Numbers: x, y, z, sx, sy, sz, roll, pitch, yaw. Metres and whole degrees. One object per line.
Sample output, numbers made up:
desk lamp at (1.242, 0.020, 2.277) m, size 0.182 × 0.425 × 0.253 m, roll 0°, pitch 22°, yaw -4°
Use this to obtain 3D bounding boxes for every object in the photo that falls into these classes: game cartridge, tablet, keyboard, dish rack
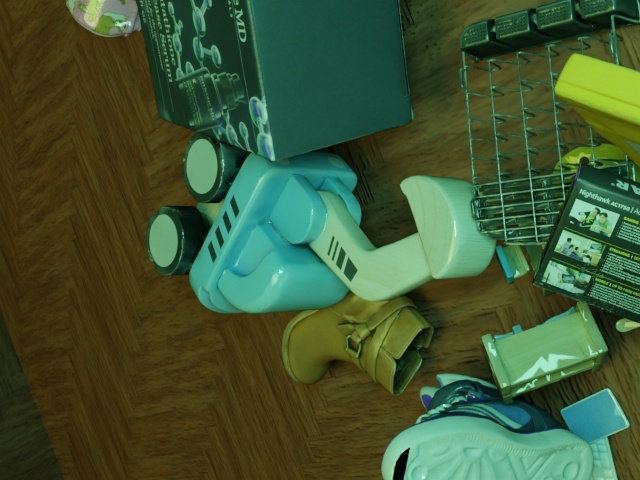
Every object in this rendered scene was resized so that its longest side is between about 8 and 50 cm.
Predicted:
game cartridge at (0.386, -0.051, 0.797) m, size 0.285 × 0.323 × 0.053 m, roll 30°, pitch 98°, yaw 38°
tablet at (0.353, 0.229, 1.181) m, size 0.083 × 0.006 × 0.054 m, roll -40°, pitch 70°, yaw 43°
keyboard at (0.377, 0.375, 1.219) m, size 0.072 × 0.014 × 0.256 m, roll -8°, pitch 100°, yaw 50°
dish rack at (0.256, -0.132, 1.017) m, size 0.208 × 0.074 × 0.272 m, roll -6°, pitch 87°, yaw 40°

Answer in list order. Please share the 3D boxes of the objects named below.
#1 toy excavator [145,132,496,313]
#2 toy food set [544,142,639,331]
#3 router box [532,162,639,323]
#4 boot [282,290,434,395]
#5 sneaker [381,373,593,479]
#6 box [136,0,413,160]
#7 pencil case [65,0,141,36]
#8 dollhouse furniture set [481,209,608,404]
toy excavator at (0.000, 0.000, 1.277) m, size 0.445 × 0.222 × 0.433 m, roll 52°, pitch 125°, yaw 33°
toy food set at (0.346, -0.007, 1.036) m, size 0.128 × 0.071 × 0.218 m, roll -37°, pitch 70°, yaw 29°
router box at (0.324, 0.015, 0.931) m, size 0.178 × 0.046 × 0.133 m, roll 21°, pitch 124°, yaw 10°
boot at (0.059, 0.168, 1.429) m, size 0.220 × 0.109 × 0.284 m, roll 43°, pitch 122°, yaw 34°
sneaker at (0.163, 0.252, 1.176) m, size 0.236 × 0.322 × 0.130 m, roll 24°, pitch 105°, yaw 57°
box at (-0.083, -0.299, 1.226) m, size 0.395 × 0.211 × 0.294 m, roll 25°, pitch 129°, yaw 56°
pencil case at (-0.320, -0.533, 1.517) m, size 0.160 × 0.167 × 0.386 m, roll -99°, pitch 23°, yaw -45°
dollhouse furniture set at (0.251, 0.086, 1.129) m, size 0.129 × 0.129 × 0.184 m, roll 59°, pitch -168°, yaw -67°
